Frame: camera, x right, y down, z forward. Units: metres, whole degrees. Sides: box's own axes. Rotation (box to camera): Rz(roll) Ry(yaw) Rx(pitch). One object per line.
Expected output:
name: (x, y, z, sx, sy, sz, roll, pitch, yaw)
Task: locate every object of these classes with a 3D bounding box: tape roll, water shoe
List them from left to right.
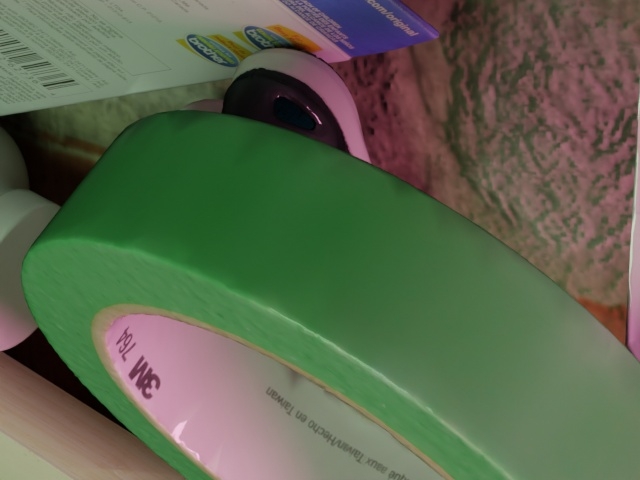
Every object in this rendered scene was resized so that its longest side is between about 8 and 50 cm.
water shoe: (0.000, 0.000, 0.865, 0.073, 0.080, 0.203, -1, 136, 36)
tape roll: (0.015, 0.076, 0.796, 0.321, 0.077, 0.321, 29, 157, 14)

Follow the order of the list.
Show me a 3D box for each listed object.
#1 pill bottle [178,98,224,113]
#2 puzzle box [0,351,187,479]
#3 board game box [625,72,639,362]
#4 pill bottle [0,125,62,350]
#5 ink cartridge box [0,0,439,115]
pill bottle: (-0.065, -0.012, 0.944, 0.067, 0.067, 0.120, 37, 132, 13)
puzzle box: (-0.191, 0.185, 1.124, 0.409, 0.052, 0.272, 29, 139, 25)
board game box: (0.298, -0.109, 0.567, 0.390, 0.050, 0.390, 10, 107, 32)
pill bottle: (-0.275, -0.030, 1.035, 0.264, 0.146, 0.146, 26, 129, 23)
ink cartridge box: (-0.113, -0.138, 0.843, 0.311, 0.065, 0.186, -2, 156, 39)
